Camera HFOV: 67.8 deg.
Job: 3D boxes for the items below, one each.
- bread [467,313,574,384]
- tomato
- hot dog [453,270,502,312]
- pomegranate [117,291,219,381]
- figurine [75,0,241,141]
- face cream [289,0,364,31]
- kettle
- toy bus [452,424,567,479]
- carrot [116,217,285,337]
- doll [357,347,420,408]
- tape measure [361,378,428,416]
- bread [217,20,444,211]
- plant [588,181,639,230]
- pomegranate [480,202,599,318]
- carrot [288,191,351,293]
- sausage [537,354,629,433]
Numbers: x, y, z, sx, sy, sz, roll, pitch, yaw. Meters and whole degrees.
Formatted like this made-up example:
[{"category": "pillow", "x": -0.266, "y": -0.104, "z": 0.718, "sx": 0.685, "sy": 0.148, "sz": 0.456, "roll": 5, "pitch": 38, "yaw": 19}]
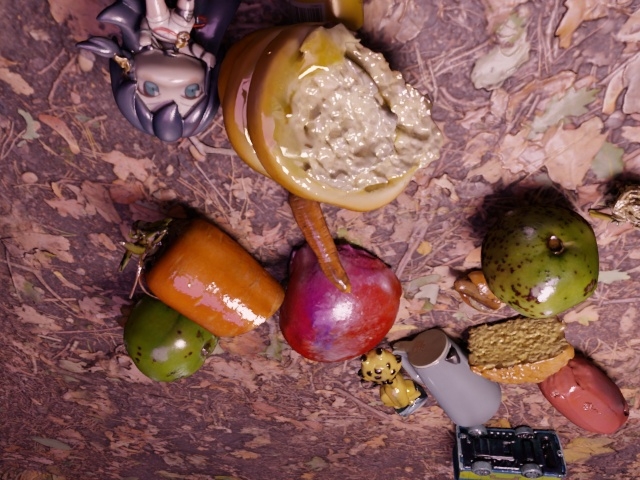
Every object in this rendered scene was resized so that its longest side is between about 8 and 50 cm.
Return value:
[{"category": "bread", "x": 0.477, "y": 0.263, "z": 1.134, "sx": 0.229, "sy": 0.143, "sz": 0.139, "roll": -17, "pitch": 139, "yaw": 27}, {"category": "tomato", "x": 0.045, "y": 0.169, "z": 1.080, "sx": 0.290, "sy": 0.176, "sz": 0.334, "roll": 11, "pitch": 132, "yaw": -5}, {"category": "hot dog", "x": 0.355, "y": 0.112, "z": 1.055, "sx": 0.140, "sy": 0.060, "sz": 0.090, "roll": 41, "pitch": 122, "yaw": -22}, {"category": "pomegranate", "x": -0.390, "y": 0.210, "z": 1.171, "sx": 0.302, "sy": 0.236, "sz": 0.236, "roll": 16, "pitch": 140, "yaw": 31}, {"category": "figurine", "x": -0.218, "y": -0.276, "z": 0.690, "sx": 0.175, "sy": 0.197, "sz": 0.265, "roll": 22, "pitch": 123, "yaw": -8}, {"category": "face cream", "x": -0.008, "y": -0.435, "z": 0.569, "sx": 0.105, "sy": 0.105, "sz": 0.348, "roll": -1, "pitch": 132, "yaw": 9}, {"category": "kettle", "x": 0.316, "y": 0.343, "z": 1.241, "sx": 0.243, "sy": 0.160, "sz": 0.211, "roll": 48, "pitch": 151, "yaw": -22}, {"category": "toy bus", "x": 0.583, "y": 0.692, "z": 1.499, "sx": 0.313, "sy": 0.152, "sz": 0.190, "roll": -1, "pitch": 132, "yaw": 10}, {"category": "carrot", "x": -0.263, "y": 0.063, "z": 1.011, "sx": 0.214, "sy": 0.193, "sz": 0.331, "roll": -28, "pitch": 120, "yaw": 35}, {"category": "doll", "x": 0.179, "y": 0.359, "z": 1.229, "sx": 0.117, "sy": 0.086, "sz": 0.291, "roll": -20, "pitch": 135, "yaw": 14}, {"category": "tape measure", "x": 0.220, "y": 0.434, "z": 1.397, "sx": 0.180, "sy": 0.104, "sz": 0.107, "roll": 32, "pitch": 176, "yaw": 27}, {"category": "bread", "x": -0.011, "y": -0.163, "z": 0.709, "sx": 0.316, "sy": 0.211, "sz": 0.270, "roll": 27, "pitch": 175, "yaw": -43}, {"category": "plant", "x": 0.555, "y": -0.045, "z": 0.860, "sx": 0.116, "sy": 0.104, "sz": 0.122, "roll": 51, "pitch": 149, "yaw": -7}, {"category": "pomegranate", "x": 0.405, "y": 0.040, "z": 0.909, "sx": 0.214, "sy": 0.214, "sz": 0.248, "roll": 4, "pitch": 170, "yaw": 5}, {"category": "carrot", "x": 0.000, "y": 0.000, "z": 0.945, "sx": 0.059, "sy": 0.059, "sz": 0.247, "roll": -21, "pitch": 98, "yaw": 25}, {"category": "sausage", "x": 0.659, "y": 0.383, "z": 1.202, "sx": 0.280, "sy": 0.152, "sz": 0.152, "roll": 39, "pitch": 127, "yaw": -21}]
